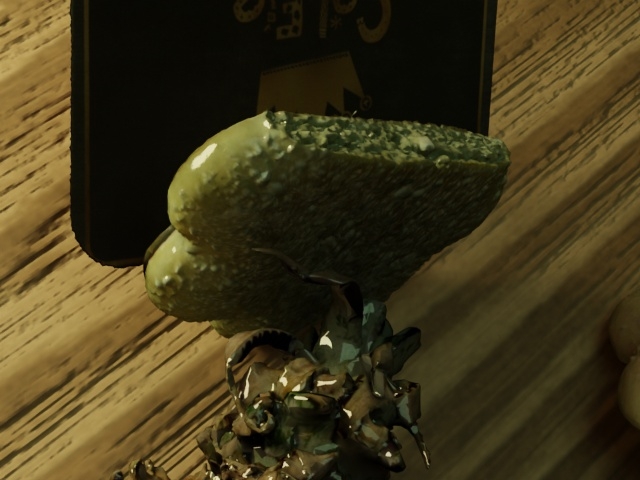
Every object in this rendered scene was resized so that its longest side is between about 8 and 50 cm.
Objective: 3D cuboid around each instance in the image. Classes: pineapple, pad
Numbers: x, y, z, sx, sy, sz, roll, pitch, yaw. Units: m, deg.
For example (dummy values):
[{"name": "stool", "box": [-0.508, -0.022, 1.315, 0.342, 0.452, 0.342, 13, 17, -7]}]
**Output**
[{"name": "pineapple", "box": [-0.023, 0.150, 0.794, 0.262, 0.262, 0.272, 31, 45, -5]}, {"name": "pad", "box": [0.010, -0.142, 0.890, 0.375, 0.063, 0.315, -8, 104, -39]}]

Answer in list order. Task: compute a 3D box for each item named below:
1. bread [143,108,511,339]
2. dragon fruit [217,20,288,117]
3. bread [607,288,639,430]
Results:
[{"name": "bread", "box": [0.000, 0.000, 0.873, 0.286, 0.207, 0.056, -3, 51, -44]}, {"name": "dragon fruit", "box": [-0.081, -0.111, 0.946, 0.133, 0.150, 0.208, 0, 73, 9]}, {"name": "bread", "box": [0.363, 0.080, 0.970, 0.316, 0.054, 0.316, -3, 29, 2]}]
